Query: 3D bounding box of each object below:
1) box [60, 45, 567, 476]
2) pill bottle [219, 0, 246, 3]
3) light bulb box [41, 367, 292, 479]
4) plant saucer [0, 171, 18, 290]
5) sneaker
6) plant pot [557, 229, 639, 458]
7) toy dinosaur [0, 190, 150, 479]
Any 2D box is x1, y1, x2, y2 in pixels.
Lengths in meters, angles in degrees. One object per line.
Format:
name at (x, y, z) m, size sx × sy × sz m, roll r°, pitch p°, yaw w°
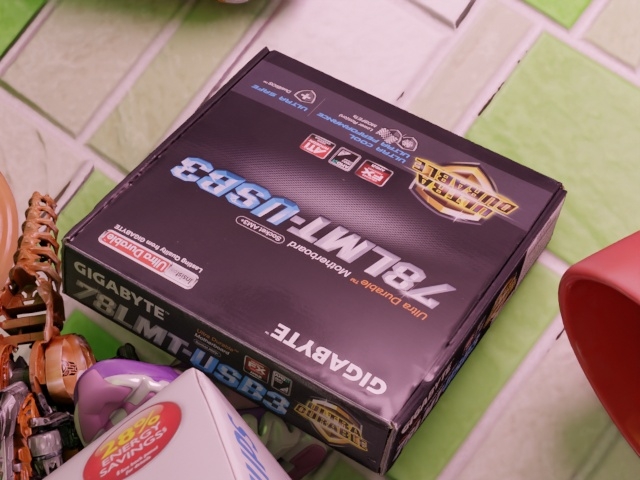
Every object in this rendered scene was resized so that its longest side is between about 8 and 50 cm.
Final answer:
box at (0.000, 0.000, 1.165) m, size 0.295 × 0.073 × 0.293 m, roll 28°, pitch 48°, yaw 17°
pill bottle at (-0.107, -0.274, 1.314) m, size 0.208 × 0.117 × 0.118 m, roll 11°, pitch 76°, yaw 14°
light bulb box at (-0.099, 0.345, 0.915) m, size 0.358 × 0.225 × 0.361 m, roll -36°, pitch 111°, yaw 0°
plant saucer at (-0.369, -0.003, 1.325) m, size 0.199 × 0.037 × 0.200 m, roll -3°, pitch 72°, yaw 10°
sneaker at (-0.101, 0.127, 1.154) m, size 0.095 × 0.236 × 0.105 m, roll -41°, pitch 51°, yaw 24°
plant pot at (0.348, 0.065, 1.063) m, size 0.243 × 0.275 × 0.275 m, roll -35°, pitch 70°, yaw -10°
toy dinosaur at (-0.203, 0.127, 1.158) m, size 0.164 × 0.218 × 0.322 m, roll 12°, pitch 76°, yaw 15°
